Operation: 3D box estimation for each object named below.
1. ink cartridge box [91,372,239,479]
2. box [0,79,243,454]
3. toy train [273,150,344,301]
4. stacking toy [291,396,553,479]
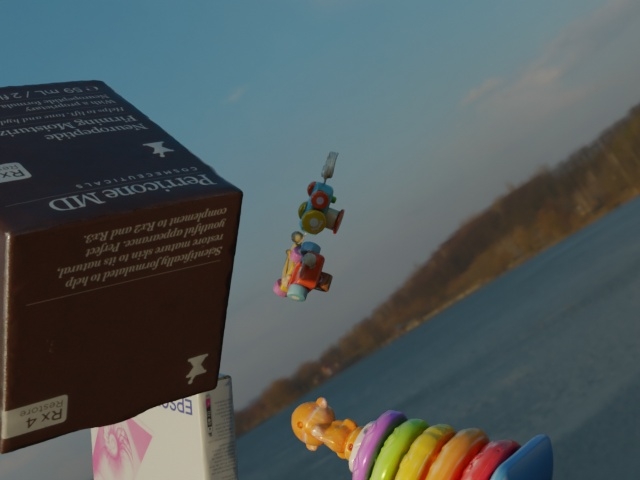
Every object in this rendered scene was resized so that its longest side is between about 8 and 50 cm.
[{"bbox_3d":[-0.235,0.340,1.584,0.071,0.330,0.324,-7,6,-40],"label":"ink cartridge box"},{"bbox_3d":[-0.184,0.006,0.752,0.168,0.203,0.167,-13,-54,-37],"label":"box"},{"bbox_3d":[0.000,0.000,1.075,0.125,0.046,0.166,130,160,-60],"label":"toy train"},{"bbox_3d":[0.094,0.257,1.212,0.166,0.302,0.175,-15,-58,-58],"label":"stacking toy"}]
